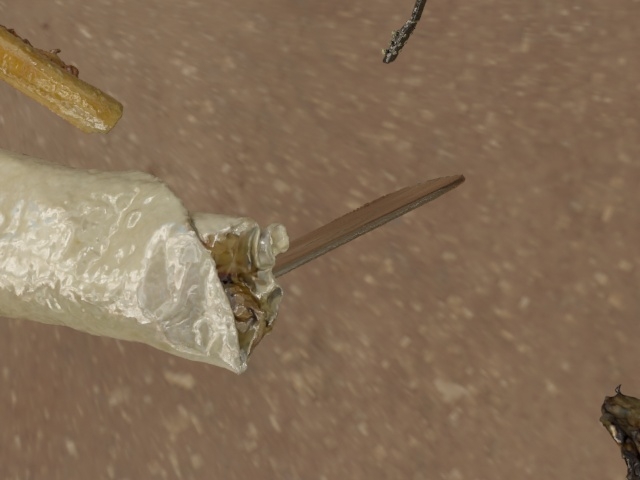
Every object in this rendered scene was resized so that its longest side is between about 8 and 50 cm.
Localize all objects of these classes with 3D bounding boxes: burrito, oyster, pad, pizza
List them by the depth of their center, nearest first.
[{"bbox_3d":[0.243,0.141,1.139,0.177,0.105,0.056,21,128,-33],"label":"oyster"},{"bbox_3d":[-0.198,-0.004,1.212,0.392,0.076,0.117,12,73,27],"label":"burrito"},{"bbox_3d":[-0.313,-0.187,1.870,0.271,0.134,0.056,32,96,21],"label":"pizza"},{"bbox_3d":[0.000,0.000,1.941,0.286,0.284,0.018,-27,94,-10],"label":"pad"}]

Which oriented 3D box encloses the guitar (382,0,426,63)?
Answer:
[{"bbox_3d":[0.087,-0.233,1.349,0.025,0.088,0.233,32,121,19],"label":"guitar"}]
